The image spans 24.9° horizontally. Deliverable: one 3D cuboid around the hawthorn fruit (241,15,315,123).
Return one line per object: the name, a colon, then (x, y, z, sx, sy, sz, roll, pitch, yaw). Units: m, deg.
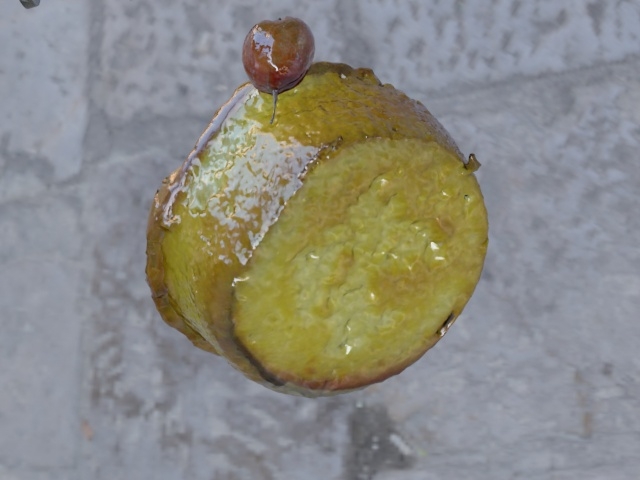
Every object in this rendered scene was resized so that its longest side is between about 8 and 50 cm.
hawthorn fruit: (-0.037, -0.149, 1.298, 0.067, 0.067, 0.103, -12, 71, 32)

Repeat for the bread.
bread: (0.000, 0.000, 1.660, 0.398, 0.398, 0.215, -59, 38, 12)

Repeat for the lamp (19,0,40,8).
lamp: (-0.263, -0.340, 1.733, 0.215, 0.121, 0.121, -16, 72, 5)
